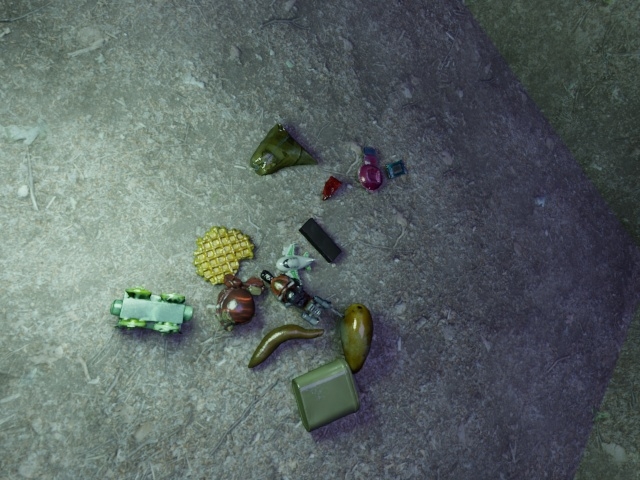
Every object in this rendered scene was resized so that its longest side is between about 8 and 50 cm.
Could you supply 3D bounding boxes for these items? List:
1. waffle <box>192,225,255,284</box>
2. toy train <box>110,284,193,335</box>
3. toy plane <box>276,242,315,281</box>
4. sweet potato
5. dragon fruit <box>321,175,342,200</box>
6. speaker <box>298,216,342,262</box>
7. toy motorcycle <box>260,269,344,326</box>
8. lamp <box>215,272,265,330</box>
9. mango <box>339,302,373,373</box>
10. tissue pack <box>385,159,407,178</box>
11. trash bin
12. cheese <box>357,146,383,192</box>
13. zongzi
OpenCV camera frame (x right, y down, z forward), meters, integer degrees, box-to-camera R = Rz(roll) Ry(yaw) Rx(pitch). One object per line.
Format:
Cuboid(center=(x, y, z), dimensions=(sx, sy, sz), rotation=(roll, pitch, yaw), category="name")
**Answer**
Cuboid(center=(-0.398, 0.065, 1.657), dimensions=(0.249, 0.056, 0.253), rotation=(17, 71, -22), category="waffle")
Cuboid(center=(-0.604, 0.255, 1.445), dimensions=(0.272, 0.188, 0.159), rotation=(11, 75, -22), category="toy train")
Cuboid(center=(-0.112, 0.099, 1.780), dimensions=(0.174, 0.080, 0.174), rotation=(4, 79, -23), category="toy plane")
Cuboid(center=(-0.157, 0.413, 1.678), dimensions=(0.346, 0.079, 0.108), rotation=(-22, 86, -10), category="sweet potato")
Cuboid(center=(0.041, -0.252, 1.933), dimensions=(0.063, 0.097, 0.131), rotation=(43, 84, -10), category="dragon fruit")
Cuboid(center=(0.000, 0.000, 1.873), dimensions=(0.218, 0.044, 0.082), rotation=(47, 64, -12), category="speaker")
Cuboid(center=(-0.073, 0.255, 1.694), dimensions=(0.401, 0.207, 0.134), rotation=(40, 81, -23), category="toy motorcycle")
Cuboid(center=(-0.317, 0.249, 1.597), dimensions=(0.215, 0.151, 0.223), rotation=(22, 88, -52), category="lamp")
Cuboid(center=(0.155, 0.439, 1.790), dimensions=(0.146, 0.193, 0.316), rotation=(8, 88, -4), category="mango")
Cuboid(center=(0.405, -0.384, 2.159), dimensions=(0.138, 0.028, 0.085), rotation=(-21, 93, -33), category="tissue pack")
Cuboid(center=(0.023, 0.661, 1.720), dimensions=(0.247, 0.121, 0.243), rotation=(-16, 87, -24), category="trash bin")
Cuboid(center=(0.255, -0.360, 2.059), dimensions=(0.155, 0.062, 0.244), rotation=(4, 77, -27), category="cheese")
Cuboid(center=(-0.162, -0.352, 1.820), dimensions=(0.274, 0.125, 0.251), rotation=(39, 65, -21), category="zongzi")
